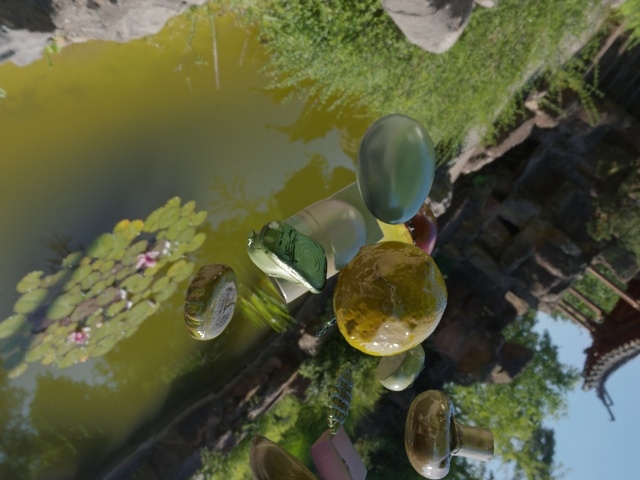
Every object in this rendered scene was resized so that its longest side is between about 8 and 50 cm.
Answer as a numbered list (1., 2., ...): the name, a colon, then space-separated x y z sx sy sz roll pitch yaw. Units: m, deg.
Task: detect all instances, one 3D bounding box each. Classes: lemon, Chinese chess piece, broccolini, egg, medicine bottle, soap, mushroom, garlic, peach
1. lemon: 0.147 0.123 1.111 0.233 0.233 0.288 -32 162 -47
2. Chinese chess piece: 0.271 0.415 1.755 0.188 0.083 0.188 -52 -168 15
3. broccolini: 0.024 0.242 1.566 0.030 0.035 0.140 15 129 -35
4. egg: 0.170 -0.164 1.188 0.183 0.183 0.264 71 24 -73
5. medicine bottle: 0.000 0.000 1.675 0.406 0.235 0.236 -32 161 -12
6. soap: 0.058 0.669 1.570 0.081 0.181 0.259 -31 168 2
7. mushroom: 0.434 0.658 1.746 0.292 0.290 0.292 4 90 -73
8. garlic: -0.099 0.540 1.204 0.101 0.195 0.087 -51 173 -6
9. peach: 0.339 -0.009 1.983 0.201 0.258 0.361 -23 126 -28

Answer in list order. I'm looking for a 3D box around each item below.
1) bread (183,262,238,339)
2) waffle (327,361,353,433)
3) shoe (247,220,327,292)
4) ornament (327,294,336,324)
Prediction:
1. bread: -0.302 0.164 1.398 0.213 0.105 0.213 16 90 -77
2. waffle: 0.057 0.436 1.445 0.183 0.036 0.169 -47 138 -63
3. shoe: -0.078 0.034 1.325 0.262 0.128 0.140 39 63 -45
4. ornament: 0.162 0.203 1.646 0.080 0.236 0.202 83 24 -54
